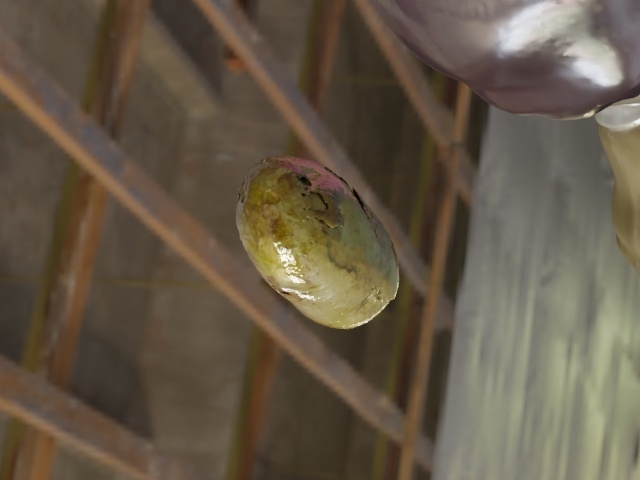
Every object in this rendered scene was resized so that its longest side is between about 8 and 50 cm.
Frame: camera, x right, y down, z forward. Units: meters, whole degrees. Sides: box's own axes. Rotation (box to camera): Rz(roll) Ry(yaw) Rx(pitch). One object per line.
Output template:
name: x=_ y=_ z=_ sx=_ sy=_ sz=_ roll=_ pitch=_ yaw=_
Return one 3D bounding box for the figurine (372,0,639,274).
figurine: x=0.175 y=-0.104 z=0.863 sx=0.365 sy=0.206 sz=0.218 roll=46 pitch=-164 yaw=-23

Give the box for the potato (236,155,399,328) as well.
potato: x=0.000 y=0.000 z=1.230 sx=0.170 sy=0.080 sz=0.107 roll=51 pitch=-142 yaw=-51
